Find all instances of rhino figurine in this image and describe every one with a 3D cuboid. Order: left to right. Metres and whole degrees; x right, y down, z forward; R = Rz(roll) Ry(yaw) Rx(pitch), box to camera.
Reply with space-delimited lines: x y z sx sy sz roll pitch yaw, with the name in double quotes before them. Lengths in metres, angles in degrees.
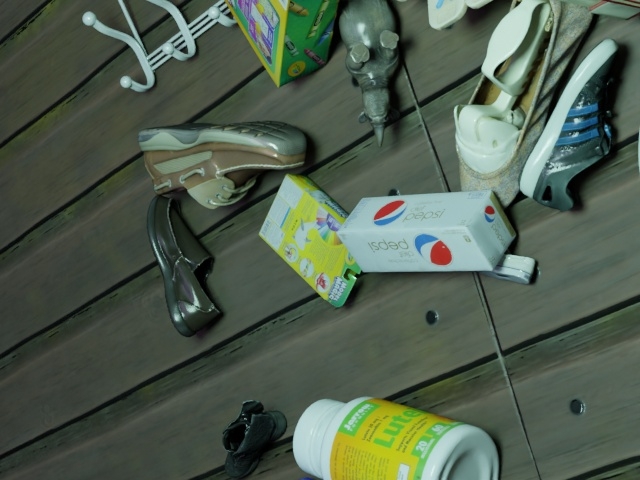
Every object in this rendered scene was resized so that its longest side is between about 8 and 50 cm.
"rhino figurine" 0.065 -0.238 1.753 0.106 0.073 0.243 103 160 -87

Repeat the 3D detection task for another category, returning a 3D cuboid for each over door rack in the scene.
"over door rack" -0.258 -0.415 2.045 0.239 0.108 0.324 -28 72 40

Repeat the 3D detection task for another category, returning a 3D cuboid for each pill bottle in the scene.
"pill bottle" 0.086 0.271 1.718 0.246 0.136 0.136 11 99 43

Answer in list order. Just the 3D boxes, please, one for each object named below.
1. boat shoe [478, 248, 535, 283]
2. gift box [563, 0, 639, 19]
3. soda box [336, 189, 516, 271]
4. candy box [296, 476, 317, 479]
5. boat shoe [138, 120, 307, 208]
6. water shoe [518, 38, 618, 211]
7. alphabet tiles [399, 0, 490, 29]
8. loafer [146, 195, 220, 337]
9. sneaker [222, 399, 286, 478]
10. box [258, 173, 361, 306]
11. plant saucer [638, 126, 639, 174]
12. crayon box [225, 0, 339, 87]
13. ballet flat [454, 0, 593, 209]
"boat shoe" 0.215 0.025 1.661 0.100 0.035 0.035 12 73 47
"gift box" 0.273 -0.351 1.367 0.276 0.258 0.255 -118 40 -83
"soda box" 0.127 -0.009 1.692 0.216 0.069 0.074 -1 131 46
"candy box" 0.004 0.408 1.712 0.317 0.268 0.122 8 100 44
"boat shoe" -0.133 -0.106 1.940 0.324 0.123 0.116 5 101 51
"water shoe" 0.299 -0.128 1.559 0.080 0.073 0.203 30 114 10
"alphabet tiles" 0.181 -0.395 1.620 0.284 0.021 0.278 -25 55 42
"loafer" -0.194 0.031 2.035 0.078 0.080 0.220 -19 75 9
"sneaker" -0.111 0.281 1.942 0.170 0.089 0.051 -50 59 33
"box" 0.000 0.000 1.858 0.179 0.043 0.105 45 121 36
"plant saucer" 0.499 -0.104 1.297 0.400 0.100 0.400 -15 66 39
"crayon box" -0.054 -0.332 1.753 0.165 0.081 0.278 59 166 14
"ballet flat" 0.212 -0.171 1.601 0.107 0.106 0.316 34 115 37
